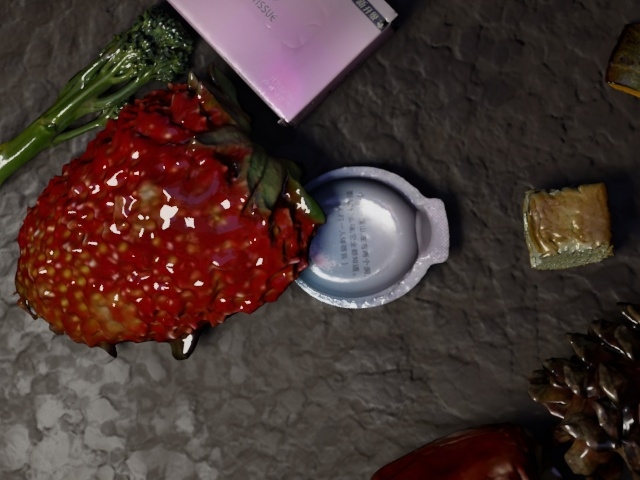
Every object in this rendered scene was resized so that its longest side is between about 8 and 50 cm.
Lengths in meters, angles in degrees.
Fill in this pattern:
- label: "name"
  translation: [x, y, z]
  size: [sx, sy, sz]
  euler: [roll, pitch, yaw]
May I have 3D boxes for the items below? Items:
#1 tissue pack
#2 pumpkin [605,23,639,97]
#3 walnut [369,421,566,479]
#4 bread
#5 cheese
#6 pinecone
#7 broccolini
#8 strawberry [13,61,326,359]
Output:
- label: "tissue pack"
  translation: [-0.063, -0.239, 1.481]
  size: [0.148, 0.092, 0.246]
  euler: [-45, 89, 3]
- label: "pumpkin"
  translation: [0.324, -0.164, 1.492]
  size: [0.101, 0.035, 0.073]
  euler: [19, 80, 6]
- label: "walnut"
  translation: [0.127, 0.313, 1.425]
  size: [0.269, 0.222, 0.244]
  euler: [-30, 120, -3]
- label: "bread"
  translation: [0.232, -0.014, 1.478]
  size: [0.083, 0.077, 0.070]
  euler: [-7, 78, 3]
- label: "cheese"
  translation: [0.000, 0.000, 1.498]
  size: [0.244, 0.052, 0.135]
  euler: [-5, 88, 8]
- label: "pinecone"
  translation: [0.289, 0.140, 1.417]
  size: [0.204, 0.179, 0.184]
  euler: [-8, 121, 17]
- label: "broccolini"
  translation: [-0.274, -0.076, 1.519]
  size: [0.392, 0.079, 0.074]
  euler: [-42, 99, 9]
- label: "strawberry"
  translation: [-0.161, 0.002, 1.444]
  size: [0.306, 0.138, 0.233]
  euler: [-40, 82, 10]
